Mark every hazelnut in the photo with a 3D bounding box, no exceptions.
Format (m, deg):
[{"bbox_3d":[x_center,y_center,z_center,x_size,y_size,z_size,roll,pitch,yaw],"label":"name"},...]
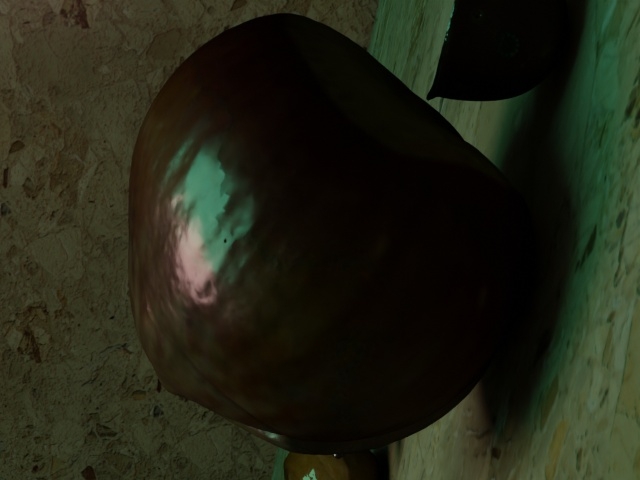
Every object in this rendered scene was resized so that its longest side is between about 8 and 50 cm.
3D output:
[{"bbox_3d":[0.000,0.000,1.040,0.409,0.359,0.359,-115,31,-48],"label":"hazelnut"}]

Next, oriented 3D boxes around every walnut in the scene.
[{"bbox_3d":[0.016,0.318,1.558,0.245,0.137,0.137,-153,74,-82],"label":"walnut"}]

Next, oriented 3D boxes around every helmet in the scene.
[{"bbox_3d":[0.163,-0.190,1.029,0.175,0.106,0.155,-73,-3,-63],"label":"helmet"}]

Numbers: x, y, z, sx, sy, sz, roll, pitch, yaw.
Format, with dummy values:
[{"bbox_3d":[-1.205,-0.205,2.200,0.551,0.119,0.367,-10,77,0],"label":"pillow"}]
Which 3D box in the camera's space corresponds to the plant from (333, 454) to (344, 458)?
[{"bbox_3d":[0.014,0.159,1.535,0.181,0.194,0.320,-59,2,14],"label":"plant"}]
